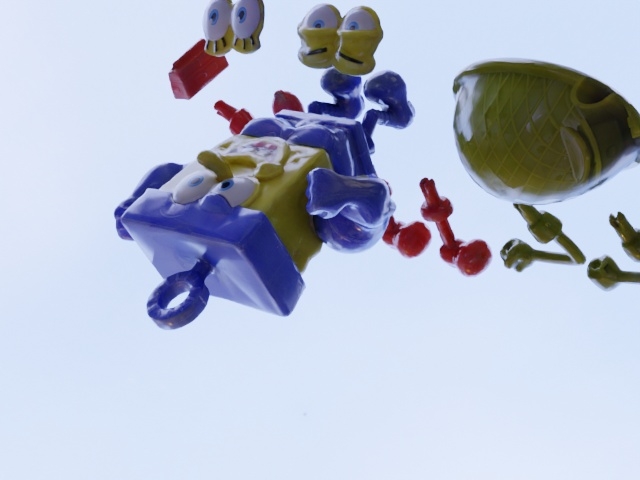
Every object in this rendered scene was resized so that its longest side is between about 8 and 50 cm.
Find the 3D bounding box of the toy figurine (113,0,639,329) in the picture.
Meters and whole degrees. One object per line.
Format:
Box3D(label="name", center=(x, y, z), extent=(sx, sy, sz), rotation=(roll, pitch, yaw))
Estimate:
Box3D(label="toy figurine", center=(0.000, 0.000, 1.047), extent=(0.217, 0.362, 0.191), rotation=(-44, -50, -30))
